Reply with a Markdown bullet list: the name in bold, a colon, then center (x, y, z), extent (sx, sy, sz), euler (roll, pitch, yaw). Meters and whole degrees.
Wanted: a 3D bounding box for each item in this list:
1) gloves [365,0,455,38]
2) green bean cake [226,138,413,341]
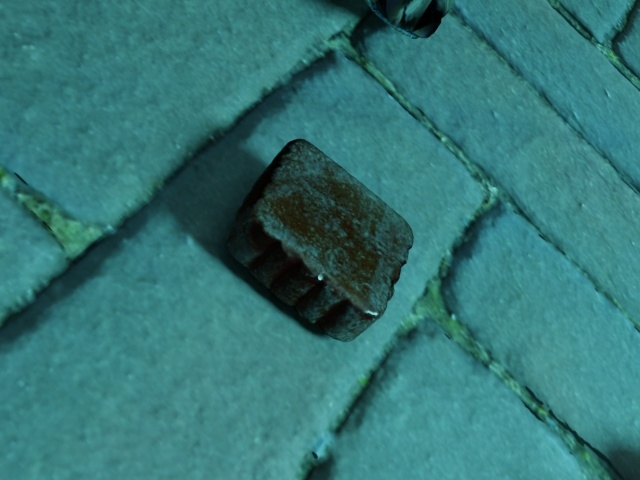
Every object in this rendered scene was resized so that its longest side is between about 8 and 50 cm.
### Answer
- **gloves**: center (0.010, -0.345, 1.248), extent (0.210, 0.135, 0.312), euler (-3, 58, -45)
- **green bean cake**: center (0.000, 0.000, 0.985), extent (0.135, 0.056, 0.136), euler (37, 38, -8)
